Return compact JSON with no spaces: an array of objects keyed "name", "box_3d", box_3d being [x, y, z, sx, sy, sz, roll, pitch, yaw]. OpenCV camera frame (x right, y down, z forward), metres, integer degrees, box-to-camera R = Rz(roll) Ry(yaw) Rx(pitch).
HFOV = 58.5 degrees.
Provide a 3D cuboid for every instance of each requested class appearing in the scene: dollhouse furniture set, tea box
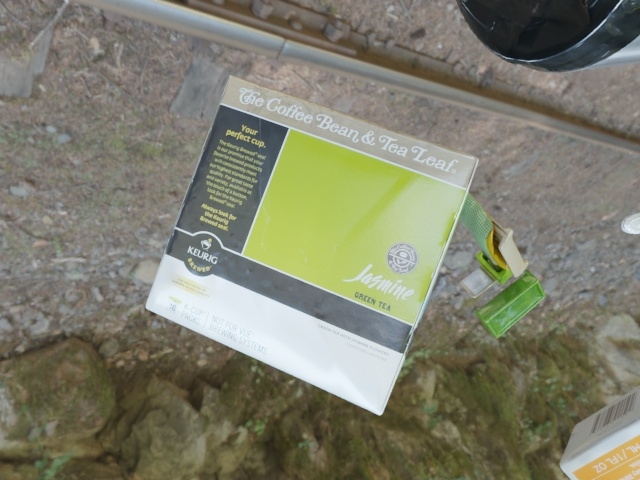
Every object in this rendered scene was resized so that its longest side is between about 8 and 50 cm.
[{"name":"dollhouse furniture set","box_3d":[0.348,0.047,1.269,0.151,0.198,0.301,-39,135,5]},{"name":"tea box","box_3d":[0.000,0.000,0.779,0.220,0.328,0.324,9,102,-77]}]

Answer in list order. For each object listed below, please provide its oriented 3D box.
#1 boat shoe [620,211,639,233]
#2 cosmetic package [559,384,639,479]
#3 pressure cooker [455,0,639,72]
[{"name":"boat shoe","box_3d":[0.555,-0.031,0.949,0.100,0.035,0.035,-5,-178,0]},{"name":"cosmetic package","box_3d":[0.679,0.485,0.991,0.161,0.453,0.230,-24,157,-52]},{"name":"pressure cooker","box_3d":[0.395,-0.378,0.621,0.419,0.376,0.370,-13,138,-18]}]
